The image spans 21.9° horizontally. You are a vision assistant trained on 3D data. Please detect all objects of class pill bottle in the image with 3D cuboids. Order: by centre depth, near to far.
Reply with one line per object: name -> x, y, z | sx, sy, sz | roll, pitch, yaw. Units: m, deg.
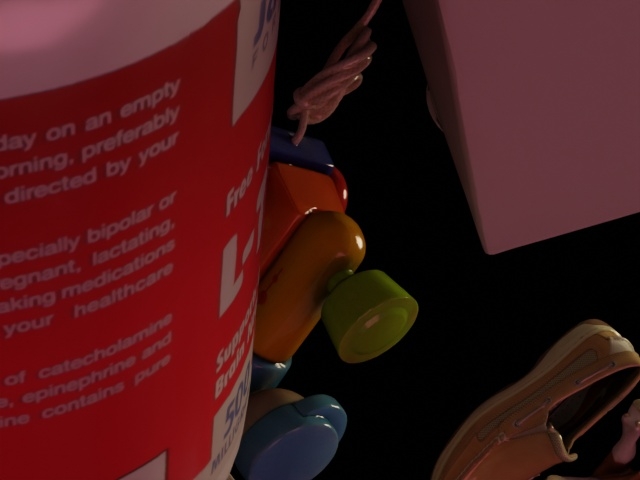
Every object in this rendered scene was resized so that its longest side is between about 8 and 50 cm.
pill bottle -> -0.129, -0.063, 0.571 | 0.229, 0.229, 0.407 | -22, 143, -25

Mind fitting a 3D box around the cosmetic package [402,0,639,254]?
cosmetic package -> 0.090, -0.184, 0.654 | 0.155, 0.197, 0.365 | -17, 145, 3

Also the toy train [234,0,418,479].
toy train -> 0.000, 0.000, 0.846 | 0.105, 0.143, 0.248 | 12, 121, -51

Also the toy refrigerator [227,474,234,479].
toy refrigerator -> -0.118, 0.243, 1.053 | 0.102, 0.094, 0.269 | -19, 140, -29

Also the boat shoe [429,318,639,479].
boat shoe -> 0.160, 0.141, 1.218 | 0.190, 0.072, 0.068 | -48, 125, 4

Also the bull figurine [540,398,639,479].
bull figurine -> 0.224, 0.229, 1.369 | 0.310, 0.101, 0.188 | -11, 133, -40
